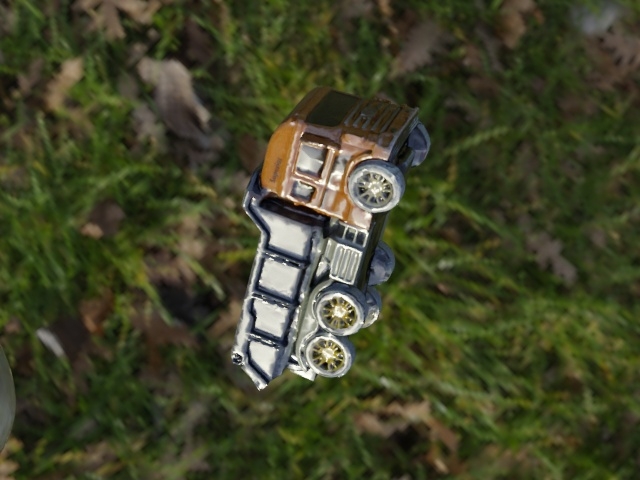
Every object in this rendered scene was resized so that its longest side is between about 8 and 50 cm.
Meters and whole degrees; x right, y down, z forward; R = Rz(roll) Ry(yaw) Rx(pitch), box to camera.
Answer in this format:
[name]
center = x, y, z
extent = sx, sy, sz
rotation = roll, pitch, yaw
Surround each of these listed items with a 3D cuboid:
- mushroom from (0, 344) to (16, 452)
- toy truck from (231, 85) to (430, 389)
[mushroom]
center = -0.255, 0.113, 0.804
extent = 0.207, 0.207, 0.215
rotation = 4, 87, -36
[toy truck]
center = 0.000, 0.000, 1.021
extent = 0.083, 0.092, 0.192
rotation = -56, 163, -59
